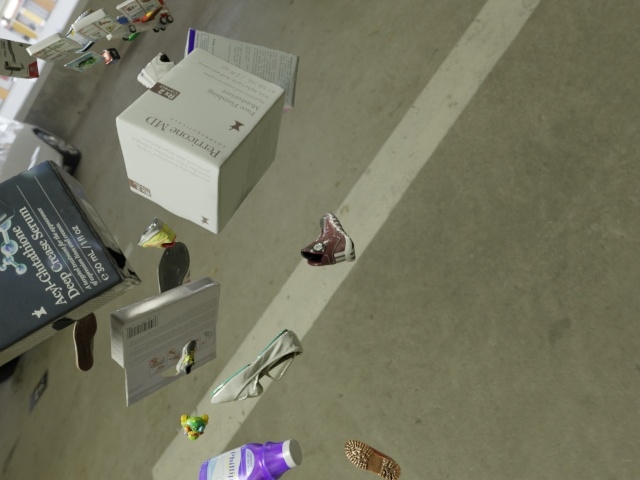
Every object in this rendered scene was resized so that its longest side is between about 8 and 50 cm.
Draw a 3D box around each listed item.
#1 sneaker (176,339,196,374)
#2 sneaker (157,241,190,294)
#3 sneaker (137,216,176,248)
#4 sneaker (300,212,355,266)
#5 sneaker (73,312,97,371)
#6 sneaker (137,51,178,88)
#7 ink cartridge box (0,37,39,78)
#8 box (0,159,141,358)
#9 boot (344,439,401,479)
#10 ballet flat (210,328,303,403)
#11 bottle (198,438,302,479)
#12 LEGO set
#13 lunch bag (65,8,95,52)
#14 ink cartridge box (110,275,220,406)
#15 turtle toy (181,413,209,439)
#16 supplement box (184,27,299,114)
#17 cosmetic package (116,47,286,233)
[{"bbox_3d":[-0.303,0.272,1.080,0.035,0.031,0.083,25,96,27],"label":"sneaker"},{"bbox_3d":[-0.499,0.164,1.655,0.178,0.123,0.296,112,158,-76],"label":"sneaker"},{"bbox_3d":[-0.505,-0.005,1.448,0.208,0.094,0.081,-14,47,61],"label":"sneaker"},{"bbox_3d":[0.000,0.000,1.571,0.162,0.106,0.281,-18,28,-10],"label":"sneaker"},{"bbox_3d":[-0.748,0.314,1.465,0.071,0.066,0.188,-5,82,55],"label":"sneaker"},{"bbox_3d":[-0.375,-0.419,1.231,0.281,0.105,0.115,35,99,23],"label":"sneaker"},{"bbox_3d":[-0.917,-0.537,1.370,0.056,0.135,0.099,4,102,27],"label":"ink cartridge box"},{"bbox_3d":[-0.648,0.068,0.985,0.395,0.293,0.212,-33,0,-13],"label":"box"},{"bbox_3d":[0.139,0.584,1.241,0.158,0.084,0.059,24,80,19],"label":"boot"},{"bbox_3d":[-0.225,0.503,1.756,0.400,0.139,0.139,-39,32,-21],"label":"ballet flat"},{"bbox_3d":[-0.183,0.595,1.211,0.282,0.092,0.118,-26,46,16],"label":"bottle"},{"bbox_3d":[-0.324,-0.328,0.714,0.182,0.060,0.244,-28,15,0],"label":"LEGO set"},{"bbox_3d":[-0.515,-0.448,1.011,0.083,0.053,0.071,-22,42,31],"label":"lunch bag"},{"bbox_3d":[-0.408,0.261,1.250,0.066,0.296,0.261,26,120,31],"label":"ink cartridge box"},{"bbox_3d":[-0.448,0.665,1.652,0.130,0.095,0.066,110,159,-50],"label":"turtle toy"},{"bbox_3d":[-0.167,-0.337,0.957,0.111,0.220,0.114,-173,88,-70],"label":"supplement box"},{"bbox_3d":[-0.163,-0.142,0.670,0.184,0.151,0.151,-61,-5,-35],"label":"cosmetic package"}]
